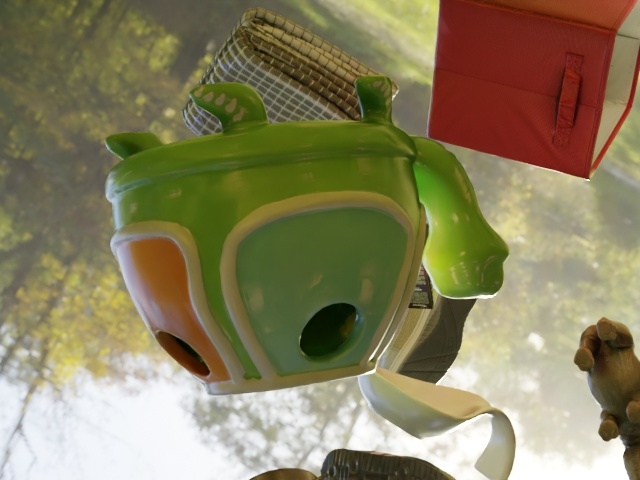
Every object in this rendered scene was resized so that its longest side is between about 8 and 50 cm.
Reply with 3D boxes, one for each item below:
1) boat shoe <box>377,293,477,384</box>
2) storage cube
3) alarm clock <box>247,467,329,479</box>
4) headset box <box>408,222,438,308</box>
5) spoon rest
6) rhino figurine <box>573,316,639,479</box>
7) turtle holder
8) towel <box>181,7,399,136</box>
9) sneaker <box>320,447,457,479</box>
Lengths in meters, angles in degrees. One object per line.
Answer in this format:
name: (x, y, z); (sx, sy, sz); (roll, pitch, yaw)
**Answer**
boat shoe: (0.163, 0.125, 1.801); (0.118, 0.320, 0.103); (5, -155, -39)
storage cube: (0.246, -0.207, 1.255); (0.193, 0.184, 0.215); (17, -140, 20)
alarm clock: (-0.079, 0.393, 1.647); (0.129, 0.192, 0.064); (88, 172, -50)
headset box: (0.112, 0.025, 1.258); (0.032, 0.062, 0.083); (0, 128, 20)
spoon rest: (0.147, 0.205, 1.337); (0.276, 0.084, 0.137); (36, 175, -40)
rhino figurine: (0.373, 0.208, 1.382); (0.106, 0.073, 0.243); (-15, -92, -69)
turtle holder: (-0.018, 0.004, 0.939); (0.243, 0.228, 0.320); (-13, 173, 35)
towel: (-0.053, -0.207, 1.789); (0.283, 0.121, 0.235); (29, 139, -12)
sneaker: (0.144, 0.395, 1.794); (0.131, 0.112, 0.319); (18, 174, -38)
